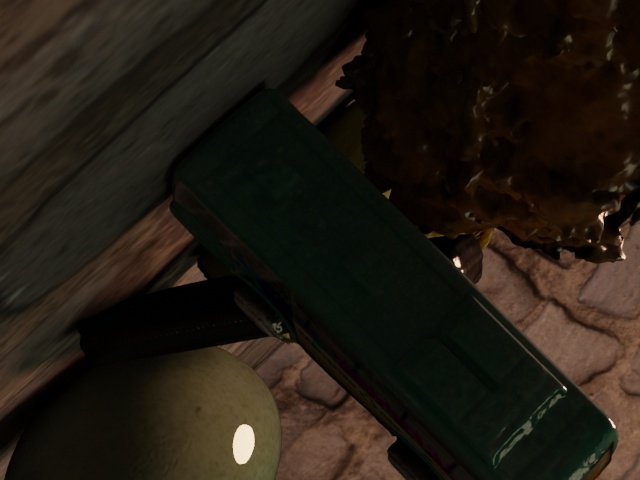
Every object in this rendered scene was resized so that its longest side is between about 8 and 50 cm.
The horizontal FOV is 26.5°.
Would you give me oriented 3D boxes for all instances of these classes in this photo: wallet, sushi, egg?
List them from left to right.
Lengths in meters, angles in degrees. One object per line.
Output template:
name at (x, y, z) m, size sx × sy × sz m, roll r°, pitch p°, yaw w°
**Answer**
egg at (-0.122, 0.162, 0.955) m, size 0.169 × 0.169 × 0.236 m, roll -48°, pitch 176°, yaw 38°
wallet at (-0.026, 0.039, 0.835) m, size 0.250 × 0.044 × 0.149 m, roll -11°, pitch -179°, yaw 12°
sushi at (0.156, -0.105, 0.677) m, size 0.207 × 0.234 × 0.348 m, roll -41°, pitch 171°, yaw -22°

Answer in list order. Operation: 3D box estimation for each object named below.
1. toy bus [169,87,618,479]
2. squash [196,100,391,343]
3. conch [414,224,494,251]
toy bus at (0.034, 0.042, 0.688) m, size 0.091 × 0.261 × 0.109 m, roll -44°, pitch 171°, yaw -13°
squash at (0.010, -0.038, 0.944) m, size 0.224 × 0.094 × 0.094 m, roll -52°, pitch 174°, yaw 11°
conch at (0.094, -0.032, 1.414) m, size 0.181 × 0.187 × 0.124 m, roll 157°, pitch -57°, yaw -66°
